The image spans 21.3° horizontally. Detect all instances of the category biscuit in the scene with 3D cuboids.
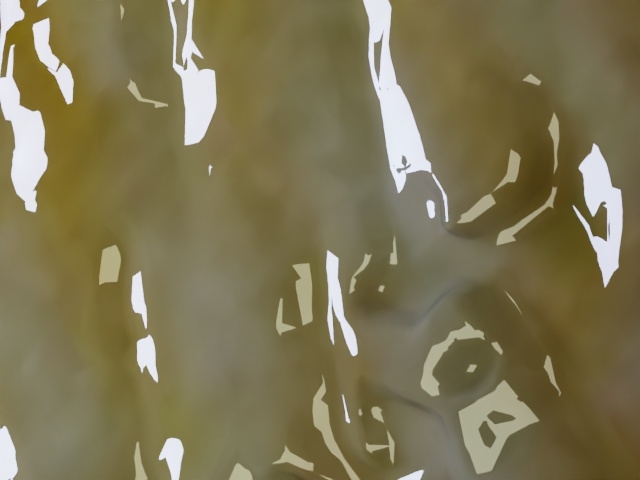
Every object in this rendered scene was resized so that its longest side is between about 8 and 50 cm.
[{"bbox_3d":[0.000,0.000,0.440,0.296,0.102,0.296,-6,79,32],"label":"biscuit"}]
